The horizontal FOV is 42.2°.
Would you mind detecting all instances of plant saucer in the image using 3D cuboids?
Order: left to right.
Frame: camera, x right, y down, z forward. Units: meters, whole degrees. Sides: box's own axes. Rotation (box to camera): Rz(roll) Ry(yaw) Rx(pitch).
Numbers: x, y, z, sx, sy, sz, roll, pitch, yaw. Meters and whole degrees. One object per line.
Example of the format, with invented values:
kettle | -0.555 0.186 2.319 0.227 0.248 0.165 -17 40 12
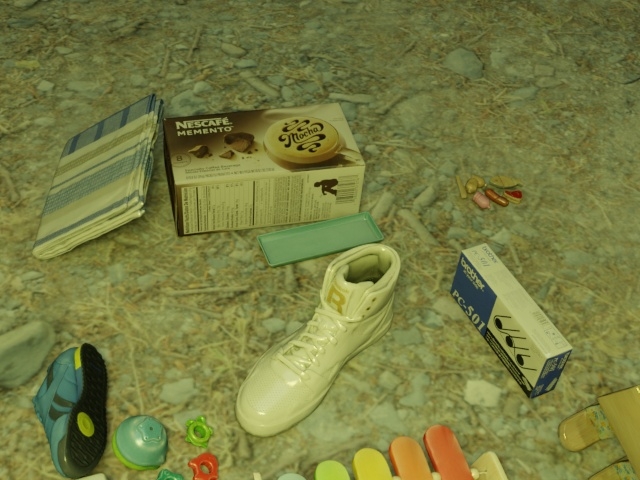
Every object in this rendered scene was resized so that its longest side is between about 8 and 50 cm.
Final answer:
plant saucer | 0.000 0.000 1.303 0.192 0.018 0.067 -12 48 -18

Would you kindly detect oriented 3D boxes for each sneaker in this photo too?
sneaker | -0.313 0.217 1.021 0.082 0.069 0.209 -28 35 7
sneaker | -0.003 0.114 1.086 0.108 0.169 0.292 33 53 22

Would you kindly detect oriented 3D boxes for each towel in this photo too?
towel | -0.343 -0.104 1.305 0.209 0.034 0.285 -23 41 19

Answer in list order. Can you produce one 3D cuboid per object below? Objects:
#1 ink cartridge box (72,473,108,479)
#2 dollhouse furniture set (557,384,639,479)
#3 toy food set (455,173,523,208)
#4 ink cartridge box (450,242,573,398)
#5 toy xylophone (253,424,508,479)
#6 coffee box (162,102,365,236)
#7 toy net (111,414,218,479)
ink cartridge box | -0.327 0.369 0.886 0.232 0.066 0.189 -9 47 -19
dollhouse furniture set | 0.374 0.288 0.924 0.161 0.212 0.242 -20 77 -24
toy food set | 0.289 -0.080 1.408 0.122 0.019 0.078 5 45 -11
ink cartridge box | 0.261 0.110 1.162 0.046 0.097 0.207 -17 50 -20
toy xylophone | 0.082 0.335 0.910 0.323 0.081 0.236 -6 47 -26
coffee box | -0.096 -0.117 1.337 0.297 0.118 0.168 -7 46 -12
toy net | -0.181 0.308 0.972 0.122 0.045 0.232 17 42 -27
